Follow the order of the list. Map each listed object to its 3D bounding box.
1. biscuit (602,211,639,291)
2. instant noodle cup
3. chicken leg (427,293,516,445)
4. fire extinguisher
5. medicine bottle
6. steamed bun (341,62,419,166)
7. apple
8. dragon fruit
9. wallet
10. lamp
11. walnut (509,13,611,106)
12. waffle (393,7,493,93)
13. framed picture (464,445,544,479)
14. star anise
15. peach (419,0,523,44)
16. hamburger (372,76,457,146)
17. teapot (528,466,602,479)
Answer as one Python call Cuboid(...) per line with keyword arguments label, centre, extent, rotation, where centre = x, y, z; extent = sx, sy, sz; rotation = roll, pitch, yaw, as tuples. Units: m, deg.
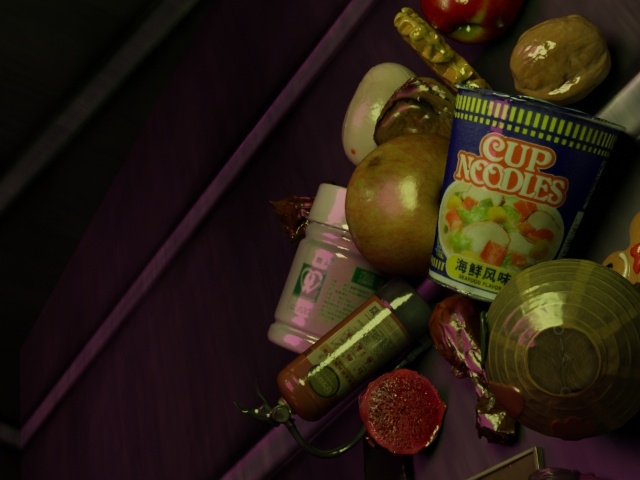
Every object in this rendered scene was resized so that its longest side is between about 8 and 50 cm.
Cuboid(label="biscuit", centre=(0.481, 0.012, 1.552), extent=(0.240, 0.035, 0.158), rotation=(-44, 34, 38))
Cuboid(label="instant noodle cup", centre=(0.301, -0.064, 1.710), extent=(0.284, 0.284, 0.312), rotation=(30, 106, 62))
Cuboid(label="chicken leg", centre=(0.255, 0.202, 1.782), extent=(0.113, 0.093, 0.304), rotation=(-43, 40, 22))
Cuboid(label="fire extinguisher", centre=(0.050, 0.244, 1.938), extent=(0.376, 0.200, 0.113), rotation=(-37, -12, -5))
Cuboid(label="medicine bottle", centre=(0.043, 0.074, 2.109), extent=(0.212, 0.212, 0.325), rotation=(12, 81, 62))
Cuboid(label="steamed bun", centre=(0.140, -0.245, 2.214), extent=(0.131, 0.177, 0.228), rotation=(20, 76, 31))
Cuboid(label="apple", centre=(0.178, -0.058, 1.909), extent=(0.264, 0.264, 0.264), rotation=(-40, 39, 43))
Cuboid(label="dragon fruit", centre=(0.128, 0.305, 1.896), extent=(0.111, 0.153, 0.153), rotation=(129, 155, -72))
Cuboid(label="wallet", centre=(0.116, 0.398, 1.954), extent=(0.124, 0.025, 0.244), rotation=(-44, 37, 39))
Cuboid(label="lamp", centre=(0.346, 0.144, 1.512), extent=(0.250, 0.250, 0.284), rotation=(-62, -12, 13))
Cuboid(label="walnut", centre=(0.394, -0.291, 1.787), extent=(0.166, 0.166, 0.149), rotation=(-51, 41, 31))
Cuboid(label="waffle", centre=(0.235, -0.332, 2.030), extent=(0.057, 0.229, 0.219), rotation=(-45, 35, 10))
Cuboid(label="framed picture", centre=(0.273, 0.418, 1.667), extent=(0.203, 0.015, 0.150), rotation=(-41, 39, 42))
Cuboid(label="star anise", centre=(-0.003, -0.002, 2.308), extent=(0.237, 0.148, 0.346), rotation=(0, 64, 16))
Cuboid(label="peach", centre=(0.291, -0.490, 2.072), extent=(0.196, 0.190, 0.226), rotation=(-31, 43, 58))
Cuboid(label="hamburger", centre=(0.193, -0.196, 2.049), extent=(0.183, 0.206, 0.130), rotation=(-45, -7, 33))
Cuboid(label="teapot", centre=(0.331, 0.378, 1.491), extent=(0.148, 0.116, 0.146), rotation=(-43, 27, 47))
